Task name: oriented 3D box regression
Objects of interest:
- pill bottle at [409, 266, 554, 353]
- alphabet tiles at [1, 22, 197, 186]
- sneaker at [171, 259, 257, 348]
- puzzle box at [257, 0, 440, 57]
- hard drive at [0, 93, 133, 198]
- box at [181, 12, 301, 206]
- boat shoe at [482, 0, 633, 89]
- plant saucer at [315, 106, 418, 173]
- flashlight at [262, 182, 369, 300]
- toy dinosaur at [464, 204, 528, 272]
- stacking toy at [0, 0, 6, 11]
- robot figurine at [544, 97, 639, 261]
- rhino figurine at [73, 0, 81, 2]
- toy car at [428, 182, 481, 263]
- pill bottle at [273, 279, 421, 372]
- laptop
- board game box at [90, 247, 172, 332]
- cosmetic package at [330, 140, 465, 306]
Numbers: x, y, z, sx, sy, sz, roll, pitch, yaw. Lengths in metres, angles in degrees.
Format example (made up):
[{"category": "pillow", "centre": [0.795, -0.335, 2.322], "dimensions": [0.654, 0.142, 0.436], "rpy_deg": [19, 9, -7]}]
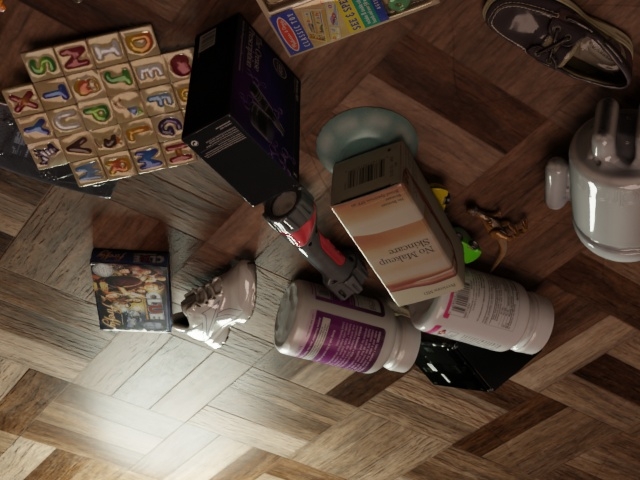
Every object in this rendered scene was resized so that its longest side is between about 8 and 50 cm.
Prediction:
[{"category": "pill bottle", "centre": [0.350, 0.150, 2.032], "dimensions": [0.283, 0.160, 0.160], "rpy_deg": [17, 136, -18]}, {"category": "alphabet tiles", "centre": [-0.366, -0.231, 1.660], "dimensions": [0.343, 0.011, 0.285], "rpy_deg": [-13, 129, 1]}, {"category": "sneaker", "centre": [-0.229, 0.140, 2.052], "dimensions": [0.129, 0.111, 0.297], "rpy_deg": [16, 135, -25]}, {"category": "puzzle box", "centre": [-0.013, -0.479, 1.406], "dimensions": [0.272, 0.052, 0.409], "rpy_deg": [-16, 136, 18]}, {"category": "hard drive", "centre": [-0.489, -0.177, 1.743], "dimensions": [0.255, 0.054, 0.172], "rpy_deg": [17, 136, -19]}, {"category": "box", "centre": [-0.122, -0.216, 1.544], "dimensions": [0.103, 0.261, 0.184], "rpy_deg": [-23, 134, 23]}, {"category": "boat shoe", "centre": [0.400, -0.328, 1.545], "dimensions": [0.285, 0.092, 0.103], "rpy_deg": [19, 135, -20]}, {"category": "plant saucer", "centre": [0.088, -0.167, 1.769], "dimensions": [0.195, 0.037, 0.195], "rpy_deg": [0, 138, 0]}, {"category": "flashlight", "centre": [0.000, 0.000, 1.920], "dimensions": [0.103, 0.103, 0.304], "rpy_deg": [-25, 138, 20]}, {"category": "toy dinosaur", "centre": [0.369, -0.017, 1.936], "dimensions": [0.112, 0.064, 0.211], "rpy_deg": [2, 143, 40]}, {"category": "stacking toy", "centre": [-0.608, -0.314, 1.537], "dimensions": [0.175, 0.165, 0.302], "rpy_deg": [36, 116, -17]}, {"category": "robot figurine", "centre": [0.560, -0.098, 1.724], "dimensions": [0.300, 0.199, 0.353], "rpy_deg": [6, 142, 24]}, {"category": "rhino figurine", "centre": [-0.302, -0.454, 1.419], "dimensions": [0.243, 0.073, 0.106], "rpy_deg": [-18, 138, 17]}, {"category": "toy car", "centre": [0.232, -0.019, 1.923], "dimensions": [0.225, 0.053, 0.239], "rpy_deg": [26, 133, -26]}, {"category": "pill bottle", "centre": [0.062, 0.200, 2.083], "dimensions": [0.302, 0.169, 0.169], "rpy_deg": [16, 136, -17]}, {"category": "laptop", "centre": [0.354, 0.252, 2.259], "dimensions": [0.264, 0.136, 0.234], "rpy_deg": [1, 145, 39]}, {"category": "board game box", "centre": [-0.414, 0.115, 2.081], "dimensions": [0.165, 0.042, 0.243], "rpy_deg": [3, 138, -3]}, {"category": "cosmetic package", "centre": [0.151, -0.026, 1.781], "dimensions": [0.153, 0.129, 0.296], "rpy_deg": [-19, 130, 23]}]
